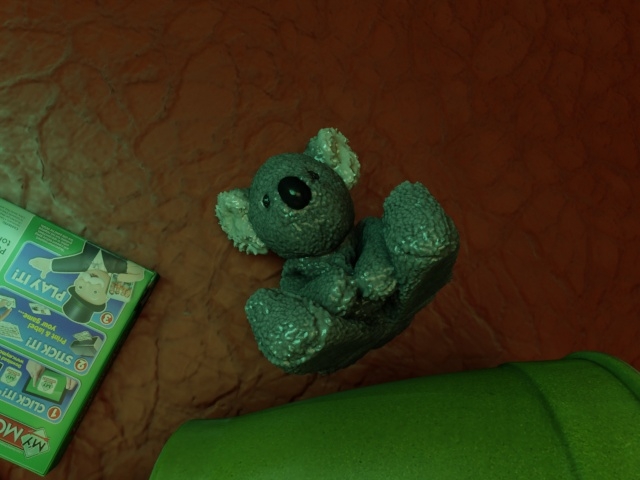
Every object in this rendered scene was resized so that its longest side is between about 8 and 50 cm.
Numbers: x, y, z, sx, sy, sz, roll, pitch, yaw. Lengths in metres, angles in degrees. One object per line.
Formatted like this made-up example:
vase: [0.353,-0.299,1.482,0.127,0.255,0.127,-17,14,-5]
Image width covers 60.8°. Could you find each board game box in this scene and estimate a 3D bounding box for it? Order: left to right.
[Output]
board game box: [-0.352,0.057,0.528,0.318,0.046,0.213,27,79,-5]

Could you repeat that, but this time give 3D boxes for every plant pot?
plant pot: [0.050,0.268,0.430,0.354,0.366,0.366,1,81,2]

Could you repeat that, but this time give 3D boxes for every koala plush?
koala plush: [0.000,0.000,0.550,0.196,0.203,0.221,-37,67,-1]
